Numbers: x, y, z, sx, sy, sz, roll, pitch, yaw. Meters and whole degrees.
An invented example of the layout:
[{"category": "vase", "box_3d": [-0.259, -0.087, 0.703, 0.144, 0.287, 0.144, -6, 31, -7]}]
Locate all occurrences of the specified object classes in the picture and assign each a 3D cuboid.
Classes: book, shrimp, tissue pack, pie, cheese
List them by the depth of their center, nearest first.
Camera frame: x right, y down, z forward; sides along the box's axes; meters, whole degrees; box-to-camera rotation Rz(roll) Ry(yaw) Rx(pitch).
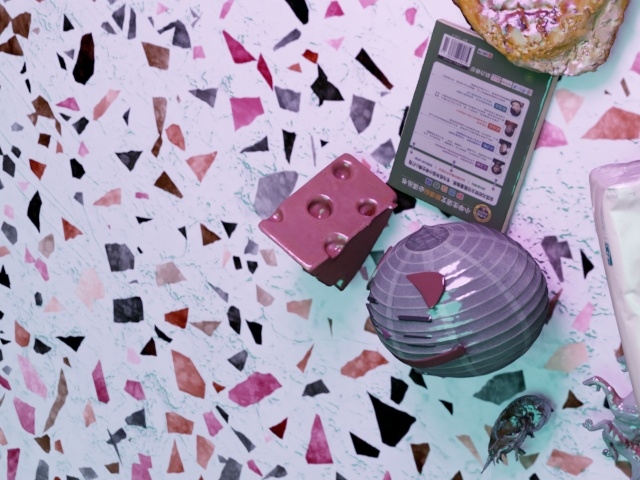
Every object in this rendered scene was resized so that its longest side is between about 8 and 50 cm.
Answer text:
[{"category": "tissue pack", "box_3d": [0.466, 0.080, 1.593, 0.207, 0.297, 0.380, -13, 93, 11]}, {"category": "pie", "box_3d": [0.297, -0.377, 1.728, 0.308, 0.085, 0.308, 8, 103, 34]}, {"category": "book", "box_3d": [0.217, -0.163, 1.881, 0.202, 0.027, 0.264, 27, 115, 25]}, {"category": "shrimp", "box_3d": [0.285, 0.292, 1.939, 0.065, 0.056, 0.165, 34, 122, 16]}, {"category": "cheese", "box_3d": [0.010, 0.002, 1.999, 0.128, 0.203, 0.177, 39, 152, 18]}]

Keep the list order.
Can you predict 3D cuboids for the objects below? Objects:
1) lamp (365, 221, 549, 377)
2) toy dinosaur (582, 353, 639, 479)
[{"category": "lamp", "box_3d": [0.188, 0.080, 1.839, 0.265, 0.233, 0.233, 6, 107, 54]}, {"category": "toy dinosaur", "box_3d": [0.453, 0.227, 1.808, 0.167, 0.053, 0.242, 45, 123, 15]}]
